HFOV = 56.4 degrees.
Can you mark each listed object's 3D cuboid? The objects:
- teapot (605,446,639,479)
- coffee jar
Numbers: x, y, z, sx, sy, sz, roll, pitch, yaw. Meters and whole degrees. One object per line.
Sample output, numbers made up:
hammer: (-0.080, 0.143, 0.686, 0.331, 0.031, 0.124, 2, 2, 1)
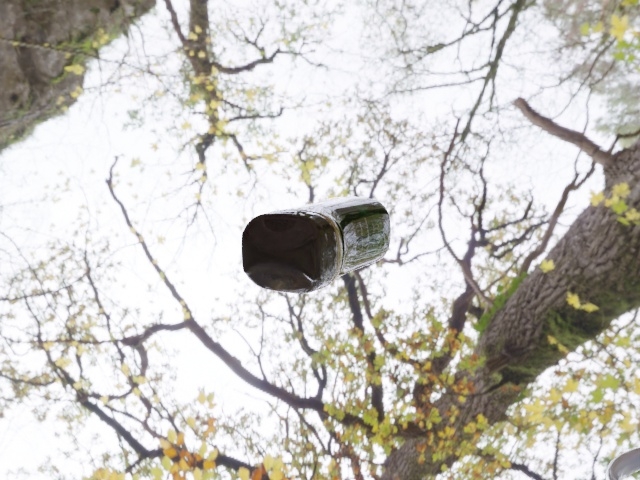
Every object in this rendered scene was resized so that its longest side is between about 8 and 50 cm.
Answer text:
teapot: (0.386, 0.227, 0.452, 0.187, 0.252, 0.256, -15, -127, -39)
coffee jar: (0.000, 0.000, 0.621, 0.096, 0.079, 0.184, 3, -169, 26)
